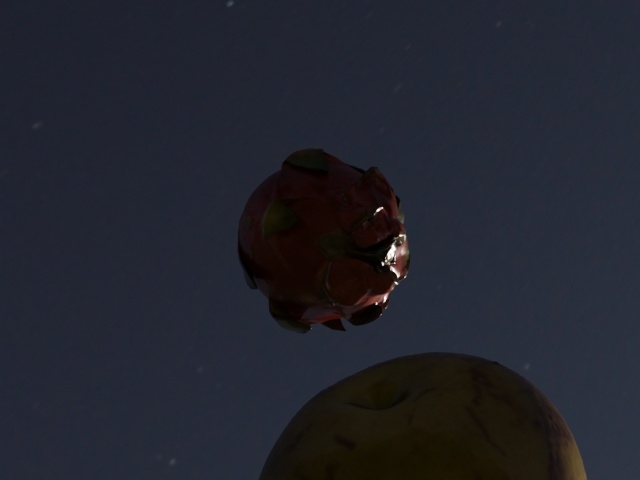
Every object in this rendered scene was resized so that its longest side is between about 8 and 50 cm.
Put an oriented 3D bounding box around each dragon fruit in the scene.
[{"bbox_3d":[0.000,-0.002,0.756,0.081,0.116,0.086,7,-73,-14],"label":"dragon fruit"}]

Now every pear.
[{"bbox_3d":[0.081,0.228,1.219,0.280,0.281,0.281,7,-66,17],"label":"pear"}]
